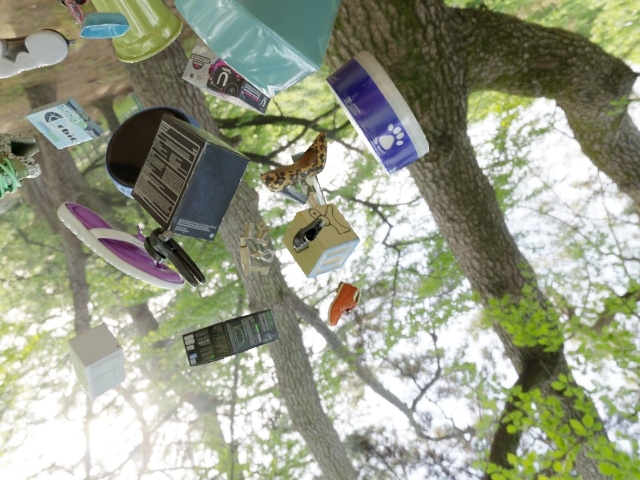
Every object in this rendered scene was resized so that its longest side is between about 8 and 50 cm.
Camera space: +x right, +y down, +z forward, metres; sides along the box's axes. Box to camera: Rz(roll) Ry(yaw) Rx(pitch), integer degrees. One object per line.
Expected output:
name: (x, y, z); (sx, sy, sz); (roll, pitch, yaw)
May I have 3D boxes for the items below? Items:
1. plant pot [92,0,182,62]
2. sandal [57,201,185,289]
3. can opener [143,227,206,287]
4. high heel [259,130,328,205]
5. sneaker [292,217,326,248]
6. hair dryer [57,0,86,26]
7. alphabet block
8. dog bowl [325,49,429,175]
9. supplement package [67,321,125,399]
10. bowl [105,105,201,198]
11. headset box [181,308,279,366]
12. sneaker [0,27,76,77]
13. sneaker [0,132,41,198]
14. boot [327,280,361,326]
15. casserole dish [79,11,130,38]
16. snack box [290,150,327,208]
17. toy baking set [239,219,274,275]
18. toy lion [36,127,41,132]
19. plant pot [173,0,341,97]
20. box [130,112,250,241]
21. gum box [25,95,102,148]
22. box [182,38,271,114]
plant pot: (-0.673, -0.822, 1.717); (0.276, 0.253, 0.275); (-10, -128, 14)
sandal: (-0.545, -0.003, 1.345); (0.102, 0.417, 0.169); (-58, 175, 8)
can opener: (-0.340, 0.040, 1.158); (0.059, 0.186, 0.073); (-40, 165, -47)
high heel: (-0.080, -0.262, 1.566); (0.093, 0.186, 0.261); (16, -97, 54)
sneaker: (-0.041, -0.021, 1.593); (0.170, 0.051, 0.089); (-42, -173, 25)
hair dryer: (-0.723, -0.712, 1.412); (0.080, 0.223, 0.294); (-46, -145, -7)
alphabet block: (0.000, 0.000, 1.854); (0.193, 0.197, 0.193); (-15, 150, -39)
dog bowl: (0.125, -0.277, 1.081); (0.104, 0.264, 0.265); (-34, -164, 9)
supplement package: (-0.799, 0.435, 1.752); (0.139, 0.244, 0.134); (-28, -119, -38)
bowl: (-0.628, -0.337, 1.837); (0.392, 0.390, 0.077); (-23, 155, 3)
headset box: (-0.336, 0.370, 1.880); (0.247, 0.131, 0.283); (-22, 172, 33)
sneaker: (-0.803, -0.510, 1.322); (0.269, 0.101, 0.153); (-10, -153, -1)
sneaker: (-0.719, -0.147, 1.057); (0.182, 0.157, 0.410); (-10, -139, -11)
boot: (0.077, 0.215, 1.591); (0.085, 0.059, 0.157); (16, -103, 28)
casserole dish: (-0.565, -0.560, 1.267); (0.114, 0.036, 0.188); (-15, -162, -29)
snack box: (-0.036, -0.231, 2.139); (0.060, 0.321, 0.187); (-18, -172, 11)
toy baking set: (-0.236, 0.041, 1.850); (0.030, 0.256, 0.197); (11, -154, 28)
toy lion: (-1.120, -0.488, 2.014); (0.096, 0.100, 0.034); (13, -171, -25)
plant pot: (-0.118, -0.401, 0.851); (0.166, 0.234, 0.165); (-8, -117, 51)
box: (-0.413, -0.198, 1.532); (0.183, 0.293, 0.296); (13, -162, -48)
gum box: (-0.895, -0.408, 1.703); (0.185, 0.157, 0.041); (-10, -130, 18)
box: (-0.285, -0.520, 1.552); (0.247, 0.142, 0.163); (25, -174, 26)
